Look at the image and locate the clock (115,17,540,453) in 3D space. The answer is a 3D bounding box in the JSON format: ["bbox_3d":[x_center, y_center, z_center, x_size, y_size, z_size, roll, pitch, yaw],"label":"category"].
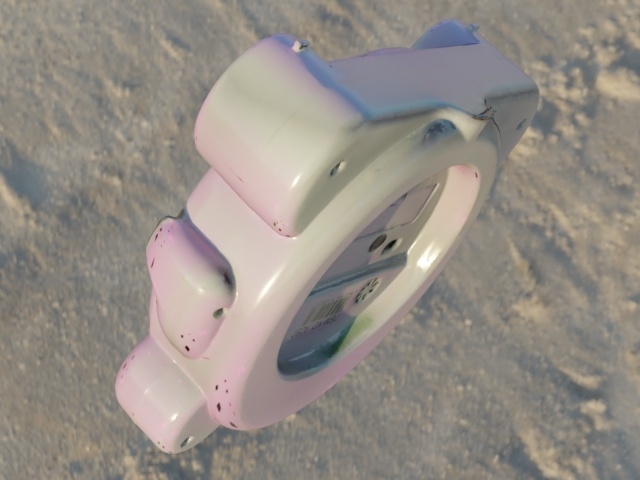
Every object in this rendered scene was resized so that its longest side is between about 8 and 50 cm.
[{"bbox_3d":[0.000,0.000,0.678,0.090,0.248,0.227,44,33,21],"label":"clock"}]
